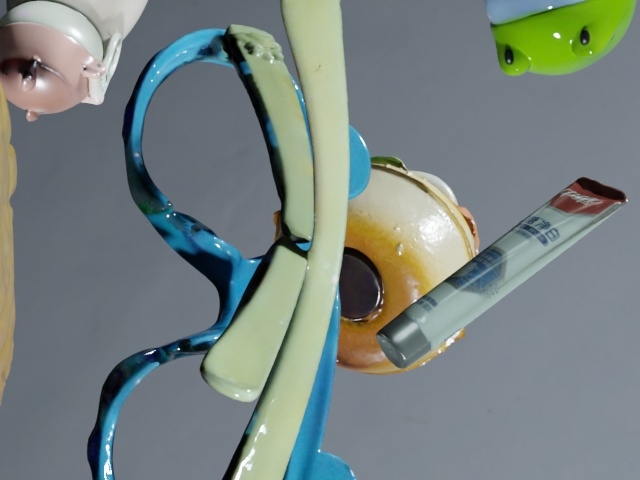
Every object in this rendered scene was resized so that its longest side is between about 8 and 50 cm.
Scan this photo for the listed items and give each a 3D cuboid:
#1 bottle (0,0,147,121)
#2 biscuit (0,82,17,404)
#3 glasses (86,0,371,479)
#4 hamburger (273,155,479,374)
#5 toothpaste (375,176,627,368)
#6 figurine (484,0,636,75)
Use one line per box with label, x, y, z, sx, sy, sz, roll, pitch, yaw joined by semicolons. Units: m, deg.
bottle;-0.266;-0.231;1.396;0.147;0.147;0.237;-7;50;28
biscuit;-0.263;-0.035;0.986;0.057;0.351;0.312;-1;55;-4
glasses;-0.037;-0.001;0.493;0.102;0.207;0.239;1;67;5
hamburger;0.053;0.032;1.373;0.236;0.147;0.237;8;110;23
toothpaste;0.146;0.022;1.094;0.239;0.039;0.062;-35;34;-17
figurine;0.256;-0.284;1.423;0.162;0.143;0.263;-7;50;28
